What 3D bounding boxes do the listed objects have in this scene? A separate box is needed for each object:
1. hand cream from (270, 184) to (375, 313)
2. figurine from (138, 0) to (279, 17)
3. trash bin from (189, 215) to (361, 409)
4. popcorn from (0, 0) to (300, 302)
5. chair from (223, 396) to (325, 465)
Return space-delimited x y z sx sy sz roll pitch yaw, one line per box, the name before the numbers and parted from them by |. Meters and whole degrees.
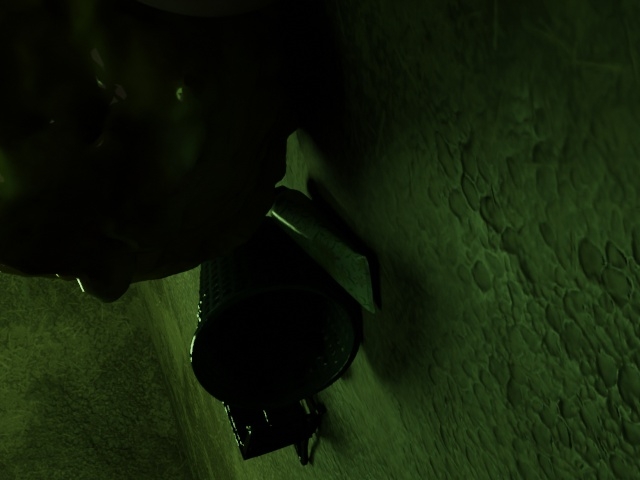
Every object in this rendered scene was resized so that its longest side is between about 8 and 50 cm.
hand cream | 0.000 0.000 0.989 0.194 0.042 0.067 46 147 49
figurine | -0.064 -0.271 0.673 0.211 0.261 0.269 33 145 22
trash bin | -0.057 0.062 1.057 0.161 0.175 0.175 -106 10 -50
popcorn | -0.214 -0.128 0.923 0.390 0.354 0.344 -18 -56 -70
chair | -0.070 0.242 1.346 0.229 0.113 0.106 105 146 -56
